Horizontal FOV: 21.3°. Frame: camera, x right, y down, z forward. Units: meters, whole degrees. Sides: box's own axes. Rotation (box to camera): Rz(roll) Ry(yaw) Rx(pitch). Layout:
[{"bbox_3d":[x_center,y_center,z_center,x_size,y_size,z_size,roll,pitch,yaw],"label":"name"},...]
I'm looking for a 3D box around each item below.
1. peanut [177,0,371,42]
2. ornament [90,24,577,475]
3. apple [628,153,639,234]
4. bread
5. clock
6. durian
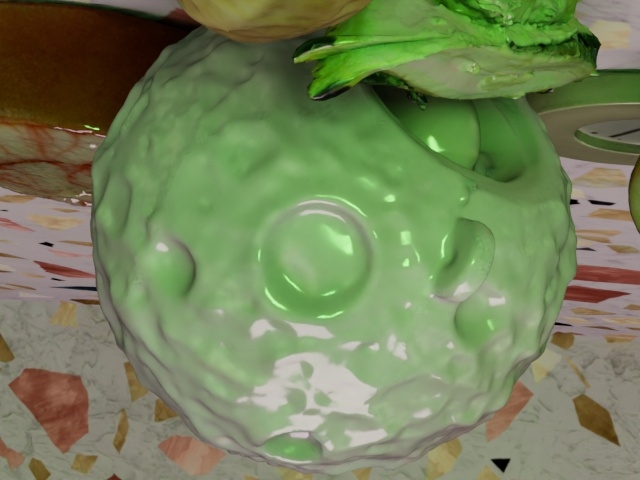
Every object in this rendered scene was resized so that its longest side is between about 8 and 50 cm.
[{"bbox_3d":[-0.014,-0.179,0.761,0.147,0.147,0.305,8,170,-9],"label":"peanut"},{"bbox_3d":[0.000,0.000,1.170,0.337,0.337,0.337,6,171,1],"label":"ornament"},{"bbox_3d":[0.407,0.032,1.213,0.365,0.295,0.329,-17,133,39],"label":"apple"},{"bbox_3d":[-0.182,-0.100,1.416,0.295,0.114,0.327,-4,166,40],"label":"bread"},{"bbox_3d":[0.275,-0.098,1.405,0.235,0.029,0.235,4,171,1],"label":"clock"},{"bbox_3d":[0.089,-0.134,1.018,0.132,0.107,0.375,-21,177,32],"label":"durian"}]
